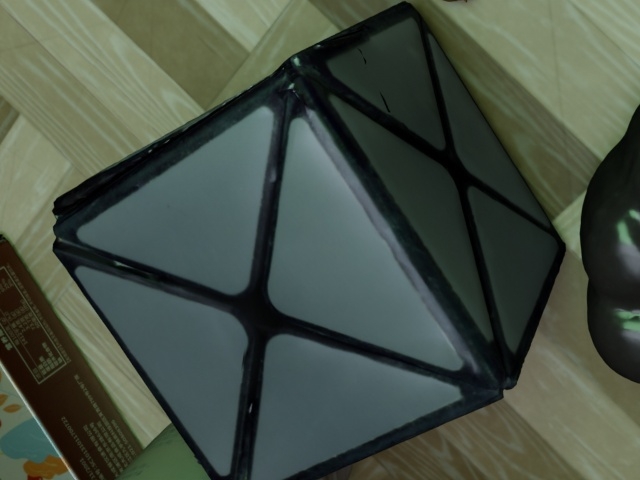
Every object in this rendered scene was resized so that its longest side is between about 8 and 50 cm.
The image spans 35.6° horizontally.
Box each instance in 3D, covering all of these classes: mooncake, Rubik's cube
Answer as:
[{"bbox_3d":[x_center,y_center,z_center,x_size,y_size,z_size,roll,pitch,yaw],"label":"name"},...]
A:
[{"bbox_3d":[0.361,0.007,0.834,0.306,0.154,0.306,7,113,17],"label":"mooncake"},{"bbox_3d":[0.000,0.000,0.892,0.307,0.305,0.310,-28,99,30],"label":"Rubik's cube"}]

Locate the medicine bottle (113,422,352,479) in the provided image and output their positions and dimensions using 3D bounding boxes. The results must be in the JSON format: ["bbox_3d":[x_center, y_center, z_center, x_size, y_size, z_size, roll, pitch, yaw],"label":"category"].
[{"bbox_3d":[-0.110,0.292,0.986,0.213,0.378,0.213,7,111,19],"label":"medicine bottle"}]

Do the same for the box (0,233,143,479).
[{"bbox_3d":[-0.437,0.240,1.239,0.344,0.122,0.385,-28,97,27],"label":"box"}]

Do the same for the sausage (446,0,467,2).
[{"bbox_3d":[0.069,-0.282,0.898,0.183,0.054,0.062,35,149,4],"label":"sausage"}]
